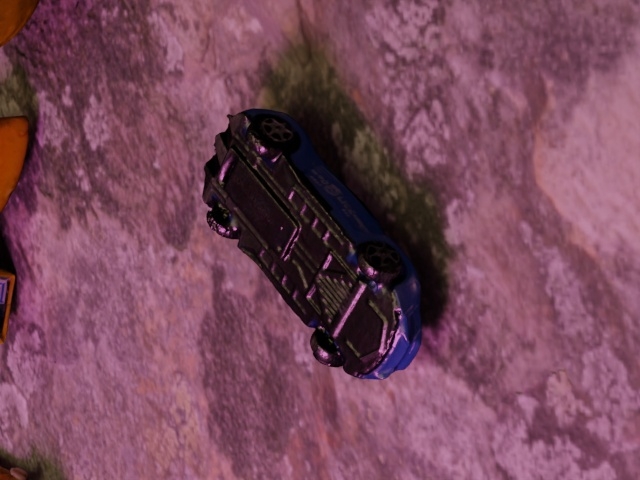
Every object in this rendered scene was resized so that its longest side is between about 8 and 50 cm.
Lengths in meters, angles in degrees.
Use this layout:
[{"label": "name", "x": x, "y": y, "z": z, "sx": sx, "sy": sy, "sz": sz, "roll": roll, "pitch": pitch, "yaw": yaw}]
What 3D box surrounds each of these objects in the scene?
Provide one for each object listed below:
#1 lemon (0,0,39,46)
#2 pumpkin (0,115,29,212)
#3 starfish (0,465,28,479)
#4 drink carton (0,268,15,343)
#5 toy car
[{"label": "lemon", "x": -0.335, "y": -0.260, "z": 1.424, "sx": 0.260, "sy": 0.260, "sz": 0.284, "roll": 32, "pitch": 122, "yaw": 42}, {"label": "pumpkin", "x": -0.381, "y": -0.002, "z": 1.595, "sx": 0.258, "sy": 0.095, "sz": 0.290, "roll": 16, "pitch": 76, "yaw": 50}, {"label": "starfish", "x": -0.353, "y": 0.181, "z": 1.732, "sx": 0.247, "sy": 0.050, "sz": 0.138, "roll": -9, "pitch": 93, "yaw": 44}, {"label": "drink carton", "x": -0.362, "y": 0.053, "z": 1.676, "sx": 0.200, "sy": 0.074, "sz": 0.084, "roll": 5, "pitch": 87, "yaw": 51}, {"label": "toy car", "x": 0.000, "y": 0.000, "z": 1.233, "sx": 0.216, "sy": 0.063, "sz": 0.103, "roll": 49, "pitch": 134, "yaw": 22}]
